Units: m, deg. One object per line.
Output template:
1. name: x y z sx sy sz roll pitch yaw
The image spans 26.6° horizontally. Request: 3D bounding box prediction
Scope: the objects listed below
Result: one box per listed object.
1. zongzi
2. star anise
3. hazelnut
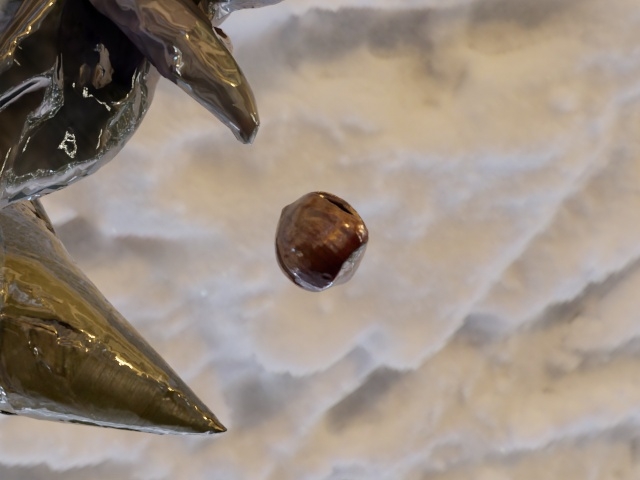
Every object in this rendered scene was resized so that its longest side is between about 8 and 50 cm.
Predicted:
1. zongzi: -0.249 0.052 1.278 0.360 0.323 0.160 16 118 -6
2. star anise: -0.056 -0.077 0.376 0.204 0.180 0.061 -49 117 -13
3. hazelnut: 0.000 0.000 1.123 0.086 0.086 0.086 -16 130 -20
